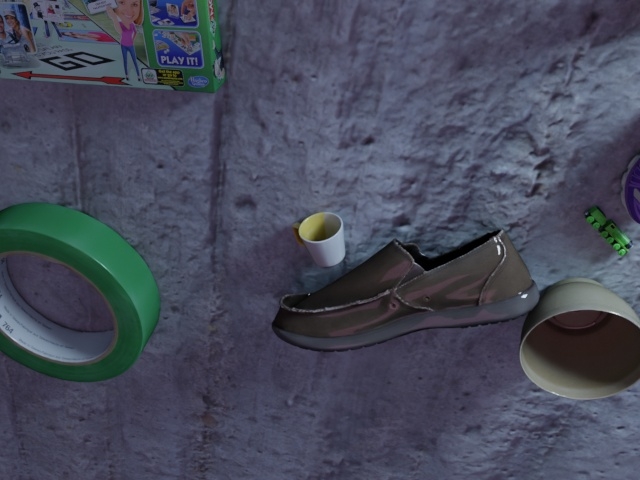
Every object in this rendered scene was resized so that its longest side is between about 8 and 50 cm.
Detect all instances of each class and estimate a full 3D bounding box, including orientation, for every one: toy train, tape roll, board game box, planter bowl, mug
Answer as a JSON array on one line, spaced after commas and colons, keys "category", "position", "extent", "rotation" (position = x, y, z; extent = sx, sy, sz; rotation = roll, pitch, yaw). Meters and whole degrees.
[{"category": "toy train", "position": [0.371, -0.012, 0.880], "extent": [0.083, 0.017, 0.023], "rotation": [41, 114, -16]}, {"category": "tape roll", "position": [-0.424, 0.092, 1.111], "extent": [0.321, 0.077, 0.321], "rotation": [6, 126, 9]}, {"category": "board game box", "position": [-0.281, -0.293, 0.817], "extent": [0.317, 0.046, 0.213], "rotation": [5, 127, 10]}, {"category": "planter bowl", "position": [0.350, 0.119, 0.922], "extent": [0.162, 0.109, 0.162], "rotation": [7, 127, 10]}, {"category": "mug", "position": [0.004, 0.000, 0.962], "extent": [0.062, 0.078, 0.064], "rotation": [-25, 131, -8]}]

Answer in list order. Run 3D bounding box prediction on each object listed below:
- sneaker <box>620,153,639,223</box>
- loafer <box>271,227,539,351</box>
[{"category": "sneaker", "position": [0.397, -0.083, 0.788], "extent": [0.068, 0.071, 0.170], "rotation": [8, 127, 8]}, {"category": "loafer", "position": [0.104, 0.059, 0.945], "extent": [0.366, 0.134, 0.130], "rotation": [-12, 99, 10]}]
